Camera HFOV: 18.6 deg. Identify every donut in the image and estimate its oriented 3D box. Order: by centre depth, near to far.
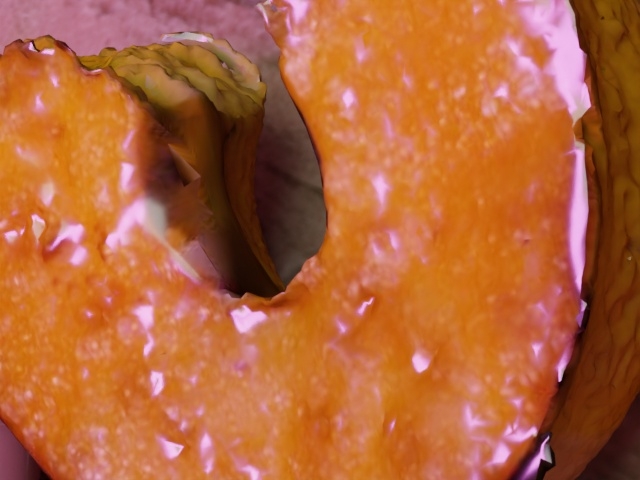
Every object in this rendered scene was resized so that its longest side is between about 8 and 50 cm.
[{"bbox_3d":[0.000,0.000,1.016,0.435,0.163,0.378,-20,79,38],"label":"donut"}]

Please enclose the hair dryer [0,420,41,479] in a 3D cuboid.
[{"bbox_3d":[-0.255,0.163,1.134,0.181,0.064,0.117,2,61,-4],"label":"hair dryer"}]
